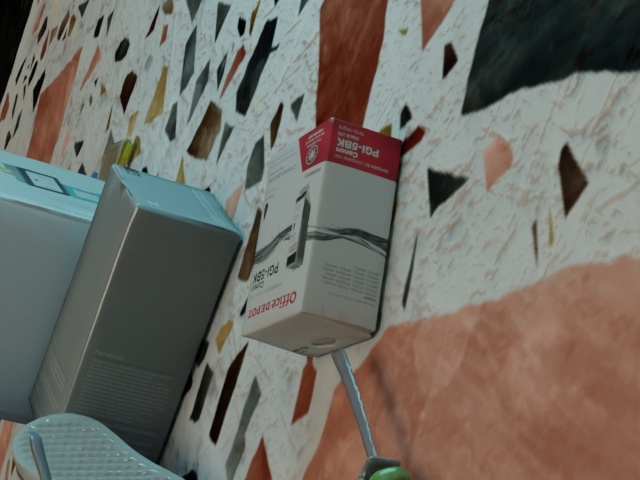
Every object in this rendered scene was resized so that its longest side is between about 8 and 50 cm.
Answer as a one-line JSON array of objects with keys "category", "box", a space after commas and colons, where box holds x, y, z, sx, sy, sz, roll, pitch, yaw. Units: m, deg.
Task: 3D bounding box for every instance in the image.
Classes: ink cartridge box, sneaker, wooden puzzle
[{"category": "ink cartridge box", "box": [-0.283, 0.040, 1.477, 0.198, 0.197, 0.270, -71, 22, 7]}, {"category": "ink cartridge box", "box": [0.000, 0.000, 1.016, 0.099, 0.056, 0.135, -27, 50, 60]}, {"category": "sneaker", "box": [-0.139, 0.254, 1.158, 0.282, 0.102, 0.161, 34, 136, 55]}, {"category": "wooden puzzle", "box": [-0.229, -0.074, 1.676, 0.116, 0.014, 0.078, 8, 78, 68]}]

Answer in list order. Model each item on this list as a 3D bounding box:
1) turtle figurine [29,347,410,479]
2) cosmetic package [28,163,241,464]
[{"category": "turtle figurine", "box": [-0.032, 0.175, 0.792, 0.266, 0.198, 0.275, -9, 71, 62]}, {"category": "cosmetic package", "box": [-0.161, 0.068, 1.300, 0.238, 0.107, 0.127, -65, 23, 13]}]
